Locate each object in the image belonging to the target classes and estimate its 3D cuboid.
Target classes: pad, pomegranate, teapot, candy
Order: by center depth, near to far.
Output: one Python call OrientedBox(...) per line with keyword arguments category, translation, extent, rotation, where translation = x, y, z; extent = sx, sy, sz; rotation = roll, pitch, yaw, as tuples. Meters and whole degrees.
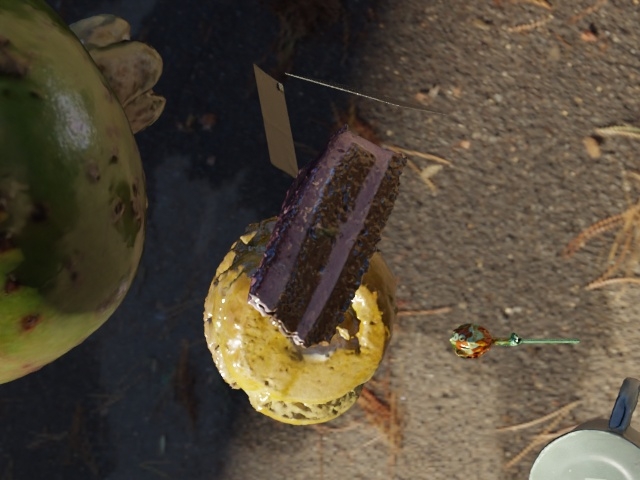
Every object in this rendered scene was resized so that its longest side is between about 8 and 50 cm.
OrientedBox(category="pomegranate", translation=(-0.162, -0.043, 0.518), extent=(0.202, 0.248, 0.202), rotation=(17, 123, 27))
OrientedBox(category="teapot", translation=(0.357, 0.284, 1.336), extent=(0.162, 0.149, 0.239), rotation=(15, 103, 22))
OrientedBox(category="candy", translation=(0.260, 0.132, 1.425), extent=(0.055, 0.184, 0.049), rotation=(-161, 72, -75))
OrientedBox(category="pad", translation=(0.067, -0.219, 1.605), extent=(0.211, 0.143, 0.003), rotation=(22, 103, 33))
OrientedBox(category="pad", translation=(-0.076, -0.206, 1.881), extent=(0.004, 0.116, 0.193), rotation=(-17, 70, 21))

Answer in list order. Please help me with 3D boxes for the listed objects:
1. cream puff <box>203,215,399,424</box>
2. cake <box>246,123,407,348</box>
OrientedBox(category="cream puff", translation=(-0.034, 0.118, 1.780), extent=(0.231, 0.327, 0.343), rotation=(-133, 27, -64))
OrientedBox(category="cake", translation=(0.000, 0.000, 1.262), extent=(0.113, 0.116, 0.295), rotation=(-41, 18, 47))
